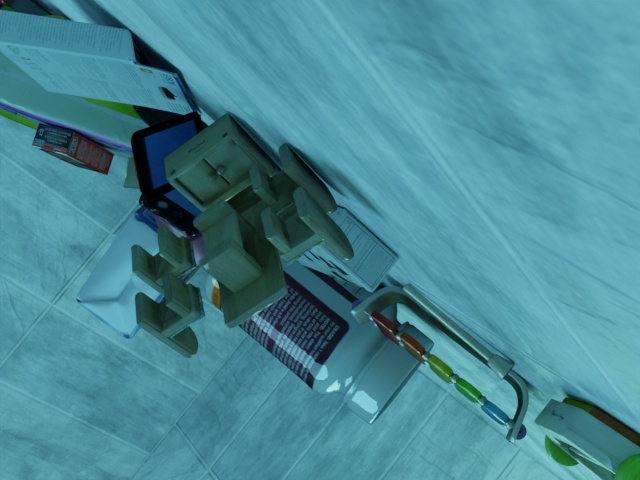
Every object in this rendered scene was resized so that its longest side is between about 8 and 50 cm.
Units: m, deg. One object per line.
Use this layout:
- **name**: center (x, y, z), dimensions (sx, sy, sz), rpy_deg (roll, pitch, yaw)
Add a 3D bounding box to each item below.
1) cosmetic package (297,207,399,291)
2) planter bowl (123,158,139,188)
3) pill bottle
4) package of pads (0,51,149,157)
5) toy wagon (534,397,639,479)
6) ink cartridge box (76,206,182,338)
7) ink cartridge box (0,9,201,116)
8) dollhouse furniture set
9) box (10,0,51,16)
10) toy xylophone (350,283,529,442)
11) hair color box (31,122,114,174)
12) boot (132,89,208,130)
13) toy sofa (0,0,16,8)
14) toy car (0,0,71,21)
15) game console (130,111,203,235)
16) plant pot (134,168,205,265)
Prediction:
- **cosmetic package**: center (0.000, 0.000, 1.045), dimensions (0.099, 0.060, 0.239), rpy_deg (43, 170, -20)
- **planter bowl**: center (-0.352, -0.180, 1.712), dimensions (0.109, 0.162, 0.162), rpy_deg (14, 180, -12)
- **pill bottle**: center (-0.001, 0.138, 1.464), dimensions (0.392, 0.224, 0.224), rpy_deg (39, 175, 14)
- **package of pads**: center (-0.433, -0.232, 1.388), dimensions (0.296, 0.101, 0.229), rpy_deg (19, 175, -22)
- **toy wagon**: center (0.407, 0.314, 0.927), dimensions (0.344, 0.068, 0.267), rpy_deg (38, 176, 2)
- **ink cartridge box**: center (-0.314, -0.001, 1.719), dimensions (0.151, 0.270, 0.395), rpy_deg (39, -152, -3)
- **ink cartridge box**: center (-0.270, -0.219, 1.012), dimensions (0.224, 0.045, 0.223), rpy_deg (11, 175, -1)
- **dollhouse furniture set**: center (-0.077, 0.000, 0.892), dimensions (0.161, 0.212, 0.242), rpy_deg (45, -161, -41)
- **box**: center (-0.511, -0.367, 1.437), dimensions (0.101, 0.087, 0.102), rpy_deg (38, 176, 2)
- **toy xylophone**: center (0.184, 0.168, 1.185), dimensions (0.322, 0.081, 0.236), rpy_deg (37, 174, 24)
- **hair color box**: center (-0.422, -0.155, 1.367), dimensions (0.072, 0.043, 0.141), rpy_deg (15, 174, 16)
- **boot**: center (-0.219, -0.170, 1.234), dimensions (0.198, 0.077, 0.137), rpy_deg (56, 173, -25)
- **toy sofa**: center (-0.630, -0.391, 1.368), dimensions (0.177, 0.150, 0.362), rpy_deg (36, -173, -1)
- **toy car**: center (-0.494, -0.366, 1.289), dimensions (0.239, 0.053, 0.225), rpy_deg (42, 159, -27)
- **game console**: center (-0.162, -0.088, 1.020), dimensions (0.124, 0.085, 0.144), rpy_deg (33, -147, 14)
- **plant pot**: center (-0.223, -0.084, 1.400), dimensions (0.180, 0.201, 0.201), rpy_deg (59, 167, -26)
